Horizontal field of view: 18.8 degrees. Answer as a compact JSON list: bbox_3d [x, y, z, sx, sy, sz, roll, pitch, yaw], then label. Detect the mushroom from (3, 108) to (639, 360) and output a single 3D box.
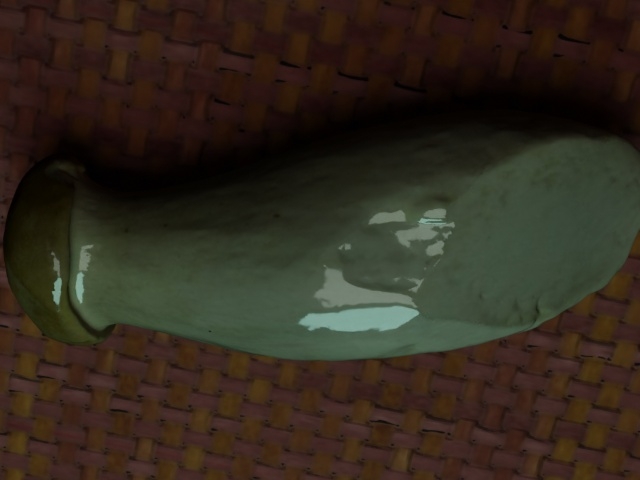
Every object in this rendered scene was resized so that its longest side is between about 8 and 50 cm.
[{"bbox_3d":[0.000,0.000,1.026,0.350,0.128,0.128,-3,124,13],"label":"mushroom"}]
